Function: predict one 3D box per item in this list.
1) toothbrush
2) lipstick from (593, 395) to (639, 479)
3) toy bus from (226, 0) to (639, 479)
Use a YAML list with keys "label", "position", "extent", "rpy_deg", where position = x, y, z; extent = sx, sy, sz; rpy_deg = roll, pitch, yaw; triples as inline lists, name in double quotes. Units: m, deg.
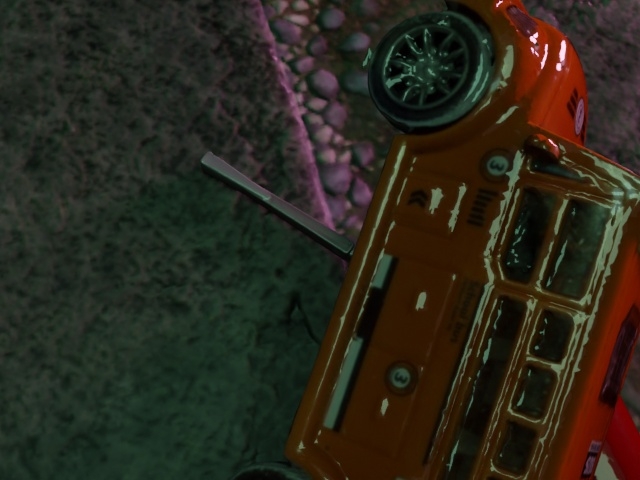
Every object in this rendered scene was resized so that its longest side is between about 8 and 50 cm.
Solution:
- label: "toothbrush"
  position: [0.001, -0.002, 0.576]
  extent: [0.194, 0.014, 0.017]
  rpy_deg: [35, 70, 13]
- label: "lipstick"
  position: [0.126, 0.068, 0.519]
  extent: [0.073, 0.073, 0.280]
  rpy_deg: [-19, 67, -10]
- label: "toy bus"
  position: [0.075, 0.051, 0.430]
  extent: [0.153, 0.143, 0.329]
  rpy_deg: [16, 83, 28]
